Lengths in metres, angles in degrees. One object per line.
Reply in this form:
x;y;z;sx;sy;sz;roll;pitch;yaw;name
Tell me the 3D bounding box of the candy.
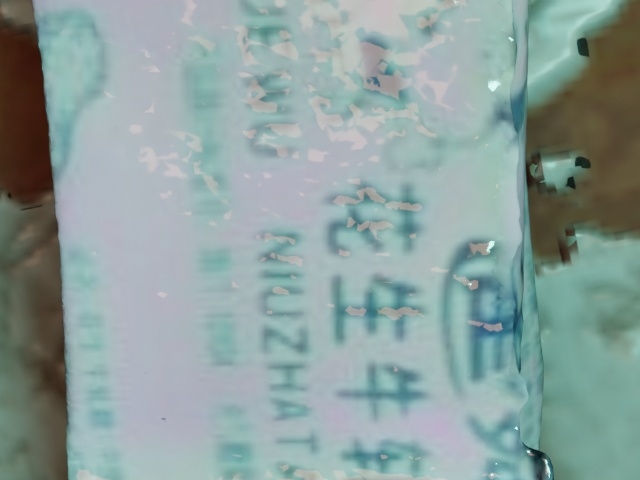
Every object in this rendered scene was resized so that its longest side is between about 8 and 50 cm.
0.000;0.000;0.360;0.092;0.073;0.160;2;111;10;candy
